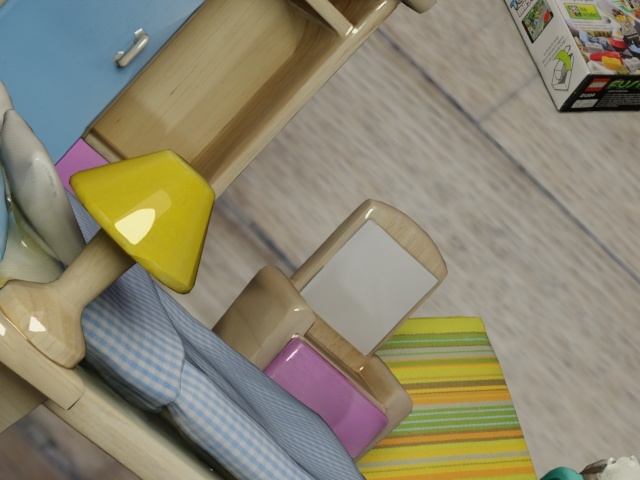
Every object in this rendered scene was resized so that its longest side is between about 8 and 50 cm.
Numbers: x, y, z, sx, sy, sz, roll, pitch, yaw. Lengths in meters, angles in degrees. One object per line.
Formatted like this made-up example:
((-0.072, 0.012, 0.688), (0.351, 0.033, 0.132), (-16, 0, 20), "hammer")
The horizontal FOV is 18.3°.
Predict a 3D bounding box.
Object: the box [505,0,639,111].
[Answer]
((0.208, -0.131, 1.185), (0.207, 0.036, 0.114), (-3, 58, -33), "box")

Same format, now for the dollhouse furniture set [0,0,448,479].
((0.000, 0.000, 0.691), (0.286, 0.198, 0.303), (42, 3, -27), "dollhouse furniture set")

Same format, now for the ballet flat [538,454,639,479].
((0.105, 0.259, 0.729), (0.147, 0.147, 0.409), (28, 52, -9), "ballet flat")

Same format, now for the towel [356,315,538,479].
((0.060, 0.140, 0.898), (0.102, 0.021, 0.237), (-1, 57, -25), "towel")
